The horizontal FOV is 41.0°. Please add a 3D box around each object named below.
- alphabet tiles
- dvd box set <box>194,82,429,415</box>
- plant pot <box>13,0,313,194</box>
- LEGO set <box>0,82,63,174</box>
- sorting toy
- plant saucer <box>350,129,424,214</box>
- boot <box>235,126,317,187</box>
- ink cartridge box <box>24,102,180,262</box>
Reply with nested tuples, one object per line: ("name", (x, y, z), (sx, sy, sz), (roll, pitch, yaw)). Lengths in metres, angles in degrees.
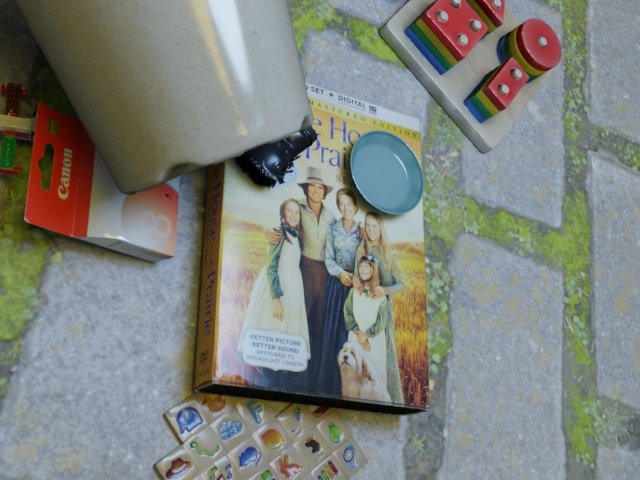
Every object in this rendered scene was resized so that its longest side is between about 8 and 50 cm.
("alphabet tiles", (-0.072, 0.247, 1.012), (0.237, 0.009, 0.198), (-32, 92, -35))
("dvd box set", (0.000, 0.000, 1.104), (0.307, 0.062, 0.421), (13, 65, -28))
("plant pot", (-0.160, -0.224, 0.894), (0.333, 0.333, 0.306), (-25, 100, -35))
("LEGO set", (-0.400, -0.131, 0.928), (0.244, 0.060, 0.182), (47, 55, 5))
("sorting toy", (0.263, -0.320, 1.370), (0.257, 0.089, 0.255), (47, 55, -9))
("plant saucer", (0.085, -0.088, 1.138), (0.119, 0.021, 0.120), (11, 67, -29))
("boot", (-0.070, -0.130, 1.048), (0.121, 0.045, 0.099), (45, 63, -5))
("ink cartridge box", (-0.237, -0.067, 0.965), (0.179, 0.045, 0.146), (24, 59, -48))
